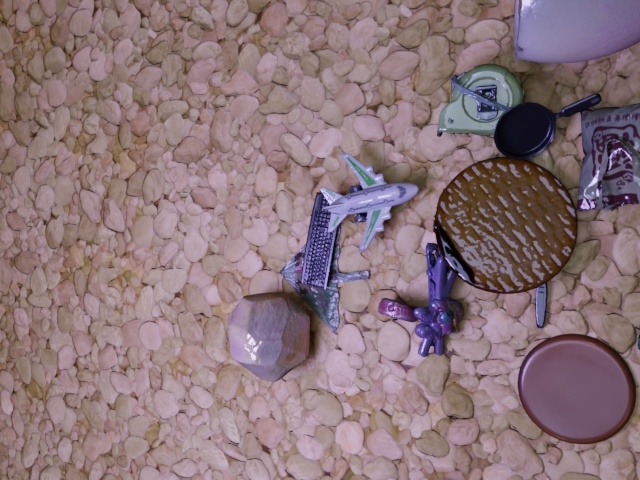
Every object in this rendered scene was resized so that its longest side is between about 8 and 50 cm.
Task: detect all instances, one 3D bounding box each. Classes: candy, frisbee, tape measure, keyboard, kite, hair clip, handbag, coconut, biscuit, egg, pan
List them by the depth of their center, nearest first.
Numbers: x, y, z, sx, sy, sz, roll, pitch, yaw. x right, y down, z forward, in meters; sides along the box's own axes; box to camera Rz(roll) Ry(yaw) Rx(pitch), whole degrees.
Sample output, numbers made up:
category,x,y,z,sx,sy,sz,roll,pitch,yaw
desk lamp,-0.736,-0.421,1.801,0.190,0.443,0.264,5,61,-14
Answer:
category,x,y,z,sx,sy,sz,roll,pitch,yaw
egg,0.558,-0.529,1.242,0.340,0.354,0.354,3,93,14
handbag,0.635,-0.180,1.325,0.213,0.127,0.235,1,87,49
pan,0.494,-0.262,1.391,0.235,0.028,0.136,-24,120,20
frisbee,0.574,0.337,1.436,0.251,0.021,0.251,1,92,24
biscuit,0.417,-0.036,1.442,0.318,0.040,0.318,-2,82,11
tape measure,0.377,-0.314,1.456,0.200,0.106,0.175,10,103,21
hair clip,0.278,0.145,1.520,0.090,0.137,0.278,4,93,61
candy,0.193,0.172,1.564,0.103,0.103,0.043,14,86,24
coconut,-0.140,0.253,1.662,0.197,0.237,0.237,2,93,30
keyboard,0.000,0.000,1.686,0.087,0.017,0.250,13,96,25
kite,0.005,0.089,1.699,0.268,0.013,0.323,3,93,26

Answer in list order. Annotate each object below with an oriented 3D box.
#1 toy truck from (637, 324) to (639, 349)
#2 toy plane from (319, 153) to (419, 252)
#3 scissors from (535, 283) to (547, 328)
category,x,y,z,sx,sy,sz,roll,pitch,yaw
toy truck,0.743,0.201,1.326,0.147,0.065,0.079,-3,88,25
toy plane,0.126,-0.103,1.588,0.255,0.101,0.251,-12,87,21
scissors,0.509,0.093,1.459,0.088,0.017,0.220,3,93,22
